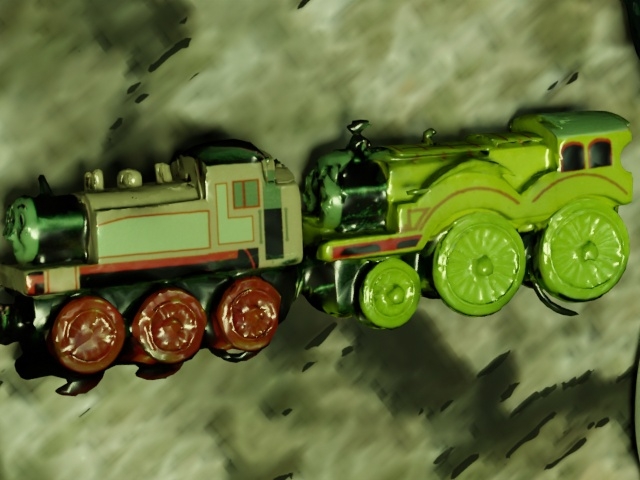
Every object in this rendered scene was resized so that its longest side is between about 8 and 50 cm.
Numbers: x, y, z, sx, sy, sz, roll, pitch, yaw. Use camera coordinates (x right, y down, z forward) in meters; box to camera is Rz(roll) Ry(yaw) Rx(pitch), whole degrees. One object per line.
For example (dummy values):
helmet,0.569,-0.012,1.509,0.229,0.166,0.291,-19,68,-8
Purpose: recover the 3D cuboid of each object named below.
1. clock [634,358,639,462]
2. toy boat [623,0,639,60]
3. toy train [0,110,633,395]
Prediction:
clock,0.248,0.061,0.845,0.230,0.083,0.230,-6,107,-21
toy boat,0.130,-0.112,0.747,0.060,0.055,0.141,-6,109,-1
toy train,0.000,0.000,0.725,0.249,0.053,0.085,-9,101,-22
